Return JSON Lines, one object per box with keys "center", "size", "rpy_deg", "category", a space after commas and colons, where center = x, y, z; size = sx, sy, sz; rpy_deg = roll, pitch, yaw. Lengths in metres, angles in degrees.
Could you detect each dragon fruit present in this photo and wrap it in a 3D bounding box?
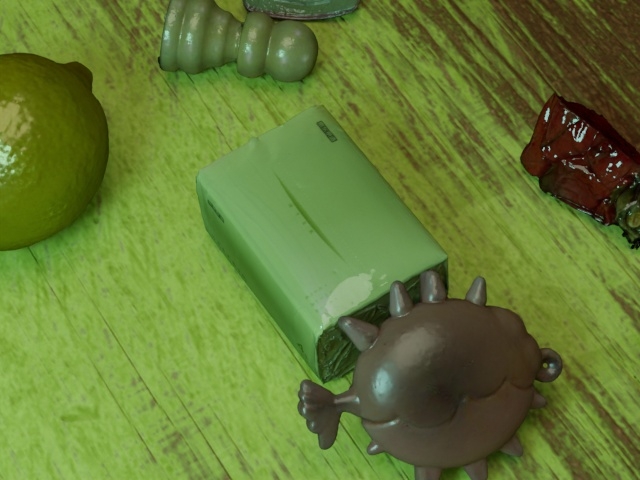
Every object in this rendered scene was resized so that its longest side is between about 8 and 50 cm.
{"center": [0.301, -0.059, 1.702], "size": [0.192, 0.122, 0.092], "rpy_deg": [43, 108, 21], "category": "dragon fruit"}

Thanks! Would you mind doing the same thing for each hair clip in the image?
{"center": [-0.022, -0.279, 1.861], "size": [0.137, 0.022, 0.054], "rpy_deg": [1, 58, 3], "category": "hair clip"}

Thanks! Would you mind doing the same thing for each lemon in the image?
{"center": [-0.316, -0.091, 1.663], "size": [0.187, 0.187, 0.244], "rpy_deg": [25, 67, 16], "category": "lemon"}

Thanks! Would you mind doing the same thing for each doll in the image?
{"center": [0.106, 0.136, 1.523], "size": [0.262, 0.093, 0.211], "rpy_deg": [-16, 96, -13], "category": "doll"}

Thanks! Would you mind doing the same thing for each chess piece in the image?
{"center": [-0.088, -0.216, 1.795], "size": [0.170, 0.094, 0.094], "rpy_deg": [13, 59, 1], "category": "chess piece"}

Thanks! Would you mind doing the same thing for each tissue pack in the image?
{"center": [0.000, 0.000, 1.627], "size": [0.159, 0.125, 0.234], "rpy_deg": [-29, 61, -16], "category": "tissue pack"}
